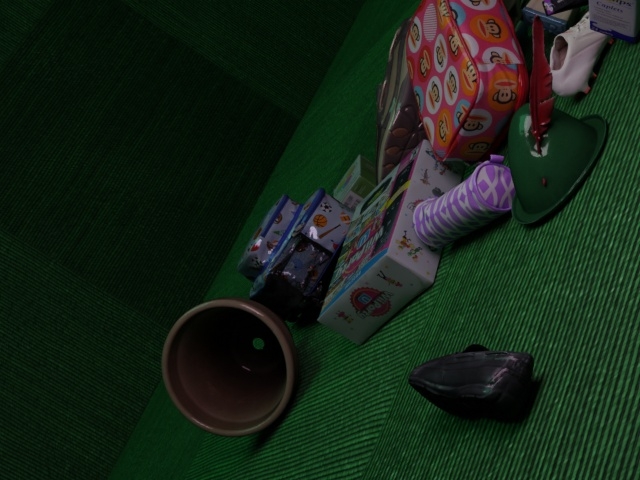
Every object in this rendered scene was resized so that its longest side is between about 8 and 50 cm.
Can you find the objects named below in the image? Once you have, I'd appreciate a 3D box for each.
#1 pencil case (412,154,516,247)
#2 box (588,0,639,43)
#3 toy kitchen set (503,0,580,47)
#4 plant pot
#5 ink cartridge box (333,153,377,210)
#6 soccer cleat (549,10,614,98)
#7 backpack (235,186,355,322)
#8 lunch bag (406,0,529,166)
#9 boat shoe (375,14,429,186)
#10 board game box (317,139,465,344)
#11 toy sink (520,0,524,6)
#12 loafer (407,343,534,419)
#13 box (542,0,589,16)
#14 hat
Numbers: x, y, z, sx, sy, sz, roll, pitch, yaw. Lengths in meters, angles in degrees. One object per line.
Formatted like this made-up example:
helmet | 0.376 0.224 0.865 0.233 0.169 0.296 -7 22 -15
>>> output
pencil case | 0.217 -0.055 1.580 0.206 0.086 0.088 -35 59 58
box | 0.427 -0.362 1.426 0.126 0.072 0.137 -60 -23 -10
toy kitchen set | 0.363 -0.351 1.833 0.122 0.166 0.207 -59 -25 -10
plant pot | -0.153 0.224 2.040 0.263 0.263 0.229 -54 -4 14
ink cartridge box | 0.083 -0.124 2.364 0.109 0.062 0.209 -54 12 20
soccer cleat | 0.389 -0.299 1.549 0.196 0.076 0.068 -62 13 -23
backpack | -0.041 0.019 2.186 0.263 0.213 0.276 -50 6 -19
lunch bag | 0.229 -0.277 1.755 0.258 0.120 0.293 116 149 -53
boat shoe | 0.174 -0.258 1.987 0.130 0.132 0.356 -133 54 -62
board game box | 0.124 0.000 1.801 0.224 0.097 0.303 -46 17 43
toy sink | 0.308 -0.469 2.043 0.234 0.152 0.131 -60 -12 -20
loafer | 0.178 0.162 1.229 0.078 0.076 0.223 -55 15 -18
box | 0.426 -0.386 1.588 0.116 0.029 0.162 -18 1 -15
hat | 0.264 -0.156 1.404 0.209 0.183 0.173 -56 16 -3
